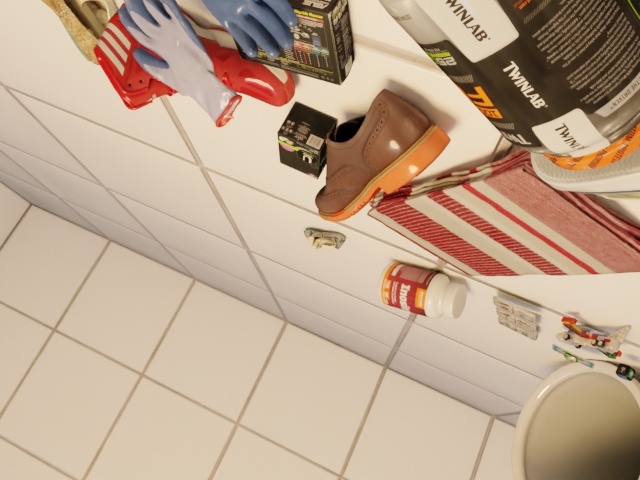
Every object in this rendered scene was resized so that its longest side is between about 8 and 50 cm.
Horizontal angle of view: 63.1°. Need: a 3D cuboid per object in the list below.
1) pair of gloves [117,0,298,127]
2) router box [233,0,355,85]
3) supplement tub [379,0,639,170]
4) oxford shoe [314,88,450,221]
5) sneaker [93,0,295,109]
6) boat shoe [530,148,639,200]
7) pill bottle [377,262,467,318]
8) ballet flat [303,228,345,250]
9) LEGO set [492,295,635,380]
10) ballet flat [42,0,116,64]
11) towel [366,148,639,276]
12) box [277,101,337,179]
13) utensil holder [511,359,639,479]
[{"bbox_3d":[-0.107,-0.205,0.477,0.159,0.023,0.198,46,134,-9],"label":"pair of gloves"},{"bbox_3d":[-0.032,-0.206,0.498,0.122,0.038,0.092,21,162,17],"label":"router box"},{"bbox_3d":[0.136,-0.135,0.331,0.190,0.117,0.117,36,160,-27],"label":"supplement tub"},{"bbox_3d":[0.048,-0.099,0.643,0.098,0.097,0.271,46,153,-6],"label":"oxford shoe"},{"bbox_3d":[-0.149,-0.179,0.592,0.221,0.128,0.087,26,163,2],"label":"sneaker"},{"bbox_3d":[0.296,-0.075,0.347,0.094,0.109,0.302,8,179,-35],"label":"boat shoe"},{"bbox_3d":[0.191,0.097,0.981,0.151,0.086,0.086,12,158,37],"label":"pill bottle"},{"bbox_3d":[0.000,0.000,1.052,0.114,0.041,0.041,8,155,46],"label":"ballet flat"},{"bbox_3d":[0.434,0.162,0.923,0.244,0.060,0.182,27,169,31],"label":"LEGO set"},{"bbox_3d":[-0.288,-0.291,0.604,0.067,0.073,0.206,-6,158,10],"label":"ballet flat"},{"bbox_3d":[0.231,-0.016,0.687,0.237,0.037,0.329,30,164,-19],"label":"towel"},{"bbox_3d":[-0.018,-0.128,0.681,0.062,0.052,0.083,26,164,6],"label":"box"},{"bbox_3d":[0.638,0.462,1.017,0.385,0.328,0.327,27,163,-12],"label":"utensil holder"}]
